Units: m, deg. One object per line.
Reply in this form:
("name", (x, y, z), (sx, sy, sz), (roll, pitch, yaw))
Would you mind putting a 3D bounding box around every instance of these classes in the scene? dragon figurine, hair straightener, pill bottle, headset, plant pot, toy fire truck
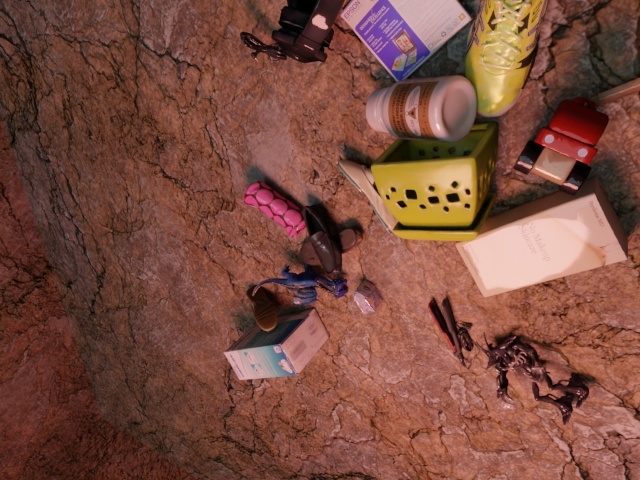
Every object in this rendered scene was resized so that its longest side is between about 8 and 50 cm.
("dragon figurine", (-0.057, 0.138, 1.403), (0.144, 0.288, 0.085), (-129, 37, -54))
("hair straightener", (0.383, 0.263, 1.274), (0.088, 0.047, 0.231), (-16, 105, 39))
("pill bottle", (0.210, -0.287, 1.000), (0.229, 0.131, 0.131), (21, 128, 52))
("headset", (-0.051, -0.510, 1.007), (0.185, 0.244, 0.394), (18, 166, -20))
("plant pot", (0.271, -0.124, 1.029), (0.228, 0.227, 0.207), (2, 122, 32))
("toy fire truck", (0.495, -0.217, 0.842), (0.158, 0.217, 0.247), (30, 113, 18))

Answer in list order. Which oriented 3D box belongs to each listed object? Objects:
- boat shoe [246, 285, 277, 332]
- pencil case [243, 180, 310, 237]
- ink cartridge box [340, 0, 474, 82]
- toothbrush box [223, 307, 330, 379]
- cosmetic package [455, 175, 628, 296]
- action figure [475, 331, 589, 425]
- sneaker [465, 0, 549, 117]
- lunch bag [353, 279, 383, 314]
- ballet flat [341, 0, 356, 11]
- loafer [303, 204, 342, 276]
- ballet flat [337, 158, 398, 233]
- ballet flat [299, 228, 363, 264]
("boat shoe", (-0.197, 0.246, 1.596), (0.223, 0.080, 0.074), (50, 164, 49))
("pencil case", (-0.135, -0.092, 1.400), (0.209, 0.095, 0.098), (37, 123, 9))
("ink cartridge box", (0.181, -0.485, 0.980), (0.208, 0.045, 0.206), (45, 133, -11))
("toothbrush box", (-0.151, 0.360, 1.577), (0.295, 0.216, 0.126), (-19, 103, 40))
("cosmetic package", (0.485, 0.001, 1.022), (0.309, 0.113, 0.160), (-26, 98, 41))
("action figure", (0.525, 0.349, 1.169), (0.275, 0.141, 0.164), (28, 129, 14))
("sneaker", (0.347, -0.421, 0.859), (0.145, 0.147, 0.385), (17, 126, 23))
("lunch bag", (0.141, 0.168, 1.370), (0.053, 0.071, 0.083), (-31, 95, 42))
("ballet flat", (0.129, -0.582, 0.979), (0.232, 0.080, 0.073), (-30, 68, 38))
("loafer", (0.000, 0.000, 1.309), (0.076, 0.078, 0.224), (-35, 62, 37))
("ballet flat", (0.147, -0.133, 1.207), (0.086, 0.086, 0.249), (-35, 94, 41))
("ballet flat", (0.032, 0.019, 1.375), (0.249, 0.058, 0.084), (-23, 72, 42))
